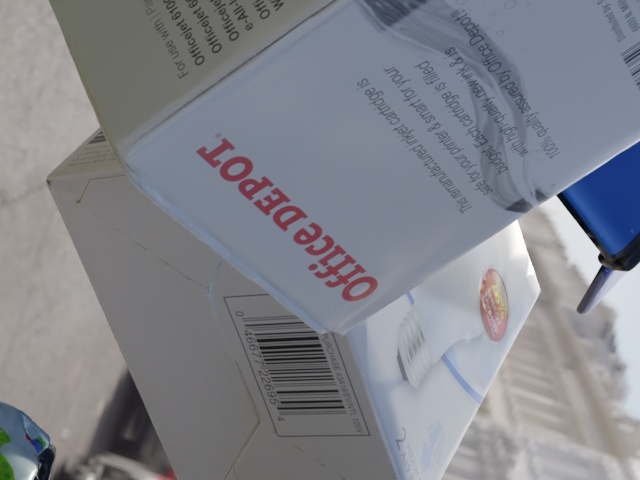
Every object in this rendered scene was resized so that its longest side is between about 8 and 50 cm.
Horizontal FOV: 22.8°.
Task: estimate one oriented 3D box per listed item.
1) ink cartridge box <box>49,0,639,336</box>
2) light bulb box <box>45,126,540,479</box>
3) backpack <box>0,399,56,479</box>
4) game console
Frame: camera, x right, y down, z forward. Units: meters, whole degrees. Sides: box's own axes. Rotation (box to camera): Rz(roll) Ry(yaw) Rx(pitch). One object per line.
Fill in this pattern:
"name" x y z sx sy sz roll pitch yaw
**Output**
"ink cartridge box" 0.063 -0.117 0.719 0.307 0.129 0.223 -34 147 9
"light bulb box" 0.000 0.000 1.372 0.361 0.225 0.358 -53 131 -49
"backpack" -0.304 0.227 0.931 0.355 0.273 0.290 -43 -179 0
"game console" 0.298 -0.108 1.434 0.293 0.250 0.173 -45 -162 -15
